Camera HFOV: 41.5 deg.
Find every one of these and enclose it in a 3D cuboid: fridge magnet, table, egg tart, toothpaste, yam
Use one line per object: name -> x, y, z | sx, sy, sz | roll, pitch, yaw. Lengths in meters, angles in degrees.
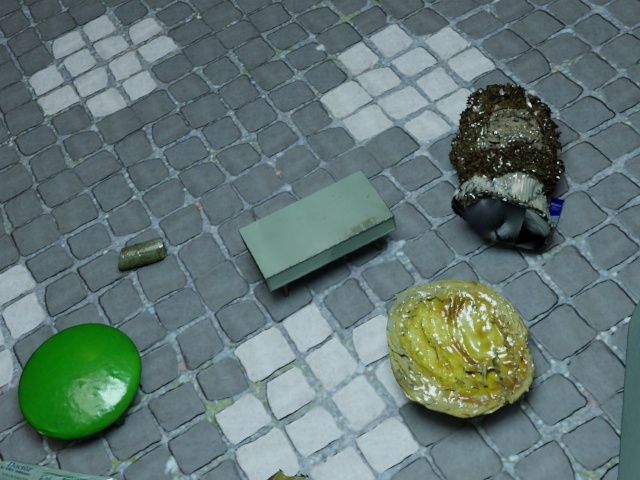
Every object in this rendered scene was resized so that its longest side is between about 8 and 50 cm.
fridge magnet -> -0.394, 0.231, 1.390 | 0.208, 0.088, 0.208 | -5, 55, 8
table -> 0.000, 0.000, 1.457 | 0.240, 0.111, 0.121 | -26, 54, -7
egg tart -> 0.207, 0.172, 1.305 | 0.232, 0.098, 0.252 | -33, 59, -19
toothpaste -> -0.427, 0.381, 1.325 | 0.218, 0.041, 0.064 | 9, 52, 13
toothpaste -> 0.403, -0.043, 1.464 | 0.024, 0.015, 0.083 | 17, 55, 14
yam -> -0.330, 0.025, 1.553 | 0.094, 0.043, 0.043 | -14, 53, 0

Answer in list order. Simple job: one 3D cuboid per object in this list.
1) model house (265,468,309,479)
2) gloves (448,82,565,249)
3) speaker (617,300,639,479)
model house -> -0.065, 0.441, 1.149 | 0.136, 0.207, 0.219 | 46, 69, -5
gloves -> 0.318, -0.136, 1.471 | 0.211, 0.135, 0.312 | 8, 57, 17
speaker -> 0.521, 0.249, 1.112 | 0.184, 0.183, 0.406 | 19, 59, -3
